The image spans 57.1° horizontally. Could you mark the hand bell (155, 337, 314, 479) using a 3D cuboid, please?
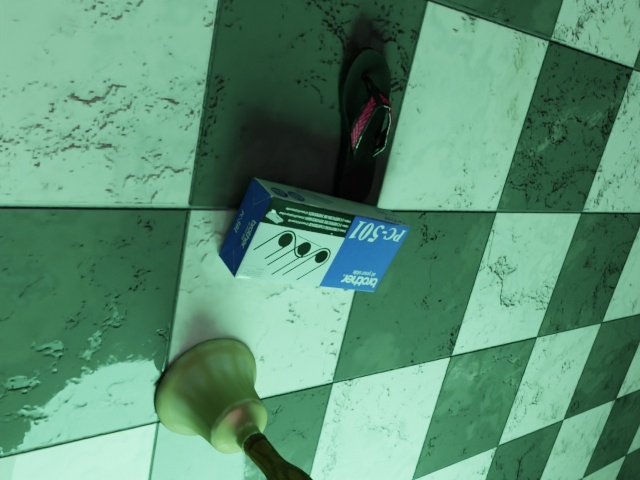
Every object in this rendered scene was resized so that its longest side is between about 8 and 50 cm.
[{"bbox_3d":[-0.059,0.212,0.588,0.126,0.242,0.126,-18,122,-32],"label":"hand bell"}]

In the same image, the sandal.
[{"bbox_3d":[0.053,-0.120,0.650,0.067,0.040,0.179,-11,118,-33],"label":"sandal"}]

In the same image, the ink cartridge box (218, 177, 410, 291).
[{"bbox_3d":[0.000,0.000,0.654,0.207,0.046,0.097,9,116,-41],"label":"ink cartridge box"}]
